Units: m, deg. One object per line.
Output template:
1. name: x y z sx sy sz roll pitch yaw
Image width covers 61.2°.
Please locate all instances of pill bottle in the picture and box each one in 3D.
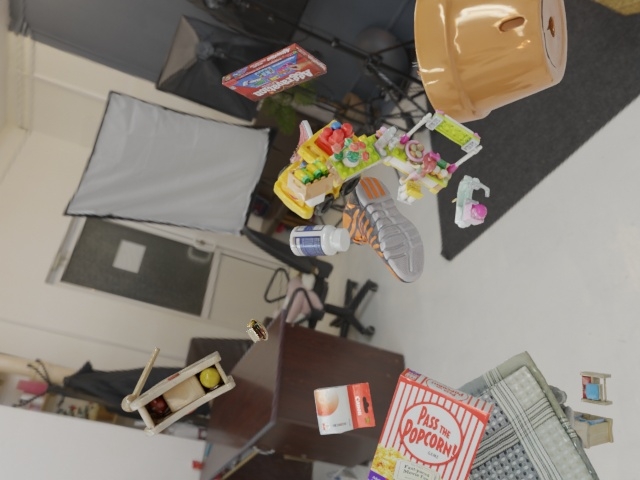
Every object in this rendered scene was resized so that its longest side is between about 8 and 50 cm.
1. pill bottle: 0.000 0.000 1.172 0.120 0.067 0.067 -2 65 30

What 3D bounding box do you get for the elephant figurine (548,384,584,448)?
1. elephant figurine: 0.520 0.413 1.233 0.186 0.239 0.169 -53 33 -5

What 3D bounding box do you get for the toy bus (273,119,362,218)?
1. toy bus: 0.006 -0.189 1.309 0.220 0.149 0.211 -41 -16 -25

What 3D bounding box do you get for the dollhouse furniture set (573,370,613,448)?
1. dollhouse furniture set: 0.716 0.462 1.508 0.129 0.129 0.183 -8 79 56

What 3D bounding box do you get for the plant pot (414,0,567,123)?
1. plant pot: 0.330 -0.377 1.009 0.204 0.291 0.290 -1 68 37

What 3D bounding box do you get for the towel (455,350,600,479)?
1. towel: 0.344 0.420 1.060 0.312 0.056 0.324 -43 40 25

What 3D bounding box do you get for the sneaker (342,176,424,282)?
1. sneaker: 0.167 -0.005 1.497 0.321 0.125 0.180 68 152 23

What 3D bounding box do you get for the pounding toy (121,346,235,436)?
1. pounding toy: -0.329 0.306 1.158 0.270 0.154 0.154 -29 0 6

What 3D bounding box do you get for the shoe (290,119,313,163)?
1. shoe: -0.055 -0.267 1.631 0.063 0.081 0.177 -122 18 -74

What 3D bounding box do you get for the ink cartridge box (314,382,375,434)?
1. ink cartridge box: 0.077 0.550 1.767 0.045 0.179 0.145 19 -119 -74

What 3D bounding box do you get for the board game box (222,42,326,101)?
1. board game box: -0.138 -0.486 1.592 0.281 0.145 0.027 -11 75 35

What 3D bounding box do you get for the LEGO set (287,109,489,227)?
1. LEGO set: 0.104 -0.105 0.701 0.107 0.287 0.132 140 133 -58

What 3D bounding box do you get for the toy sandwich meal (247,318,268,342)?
1. toy sandwich meal: -0.188 0.267 1.592 0.029 0.085 0.085 -35 -1 -29

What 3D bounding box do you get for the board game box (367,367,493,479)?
1. board game box: 0.172 0.324 0.863 0.045 0.147 0.193 -5 -68 -65

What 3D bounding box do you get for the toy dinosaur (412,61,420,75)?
1. toy dinosaur: 0.232 -0.394 1.182 0.082 0.047 0.090 -92 23 -48
